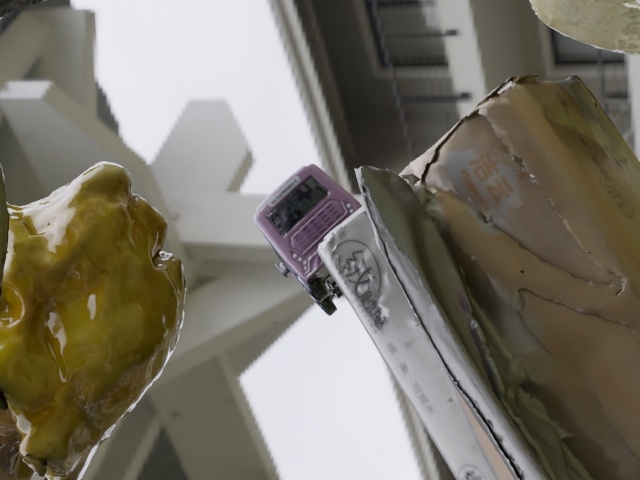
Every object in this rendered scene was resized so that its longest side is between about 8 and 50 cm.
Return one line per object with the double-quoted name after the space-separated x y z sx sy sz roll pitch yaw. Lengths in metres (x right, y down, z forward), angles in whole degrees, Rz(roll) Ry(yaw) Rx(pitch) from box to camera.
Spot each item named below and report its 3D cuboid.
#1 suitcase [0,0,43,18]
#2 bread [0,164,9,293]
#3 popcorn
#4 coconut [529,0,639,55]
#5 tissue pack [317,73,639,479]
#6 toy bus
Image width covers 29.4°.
-0.293 -0.368 1.226 0.066 0.206 0.285 56 -166 -63 "suitcase"
-0.247 -0.012 0.592 0.236 0.070 0.236 34 -134 -44 "bread"
-0.206 0.066 0.821 0.253 0.190 0.191 -59 7 -18 "popcorn"
0.309 -0.375 1.026 0.404 0.404 0.405 2 -90 -68 "coconut"
0.143 0.070 0.815 0.305 0.238 0.238 59 -162 12 "tissue pack"
0.000 0.000 1.192 0.096 0.108 0.199 -43 -10 -3 "toy bus"
